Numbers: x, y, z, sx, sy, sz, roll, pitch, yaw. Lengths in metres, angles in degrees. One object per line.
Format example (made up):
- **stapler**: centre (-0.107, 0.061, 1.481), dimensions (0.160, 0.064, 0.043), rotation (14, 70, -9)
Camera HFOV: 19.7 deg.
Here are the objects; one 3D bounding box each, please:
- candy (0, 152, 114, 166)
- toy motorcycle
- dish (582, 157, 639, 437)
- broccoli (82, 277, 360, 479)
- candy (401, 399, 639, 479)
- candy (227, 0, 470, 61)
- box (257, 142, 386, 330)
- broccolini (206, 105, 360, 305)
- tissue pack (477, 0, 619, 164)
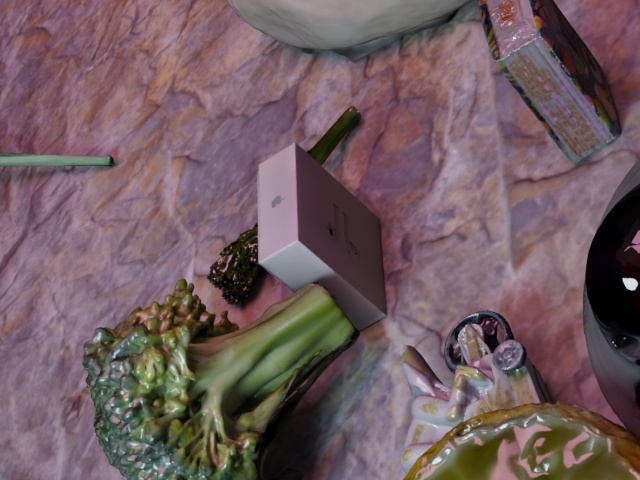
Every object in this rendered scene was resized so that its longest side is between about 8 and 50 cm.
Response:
- **candy**: centre (-0.372, -0.099, 2.245), dimensions (0.335, 0.092, 0.093), rotation (1, 100, 39)
- **toy motorcycle**: centre (0.122, 0.158, 1.469), dimensions (0.151, 0.074, 0.229), rotation (-34, 46, 10)
- **dish**: centre (0.257, 0.024, 1.316), dimensions (0.273, 0.134, 0.273), rotation (-27, 57, 52)
- **broccoli**: centre (-0.073, 0.138, 1.614), dimensions (0.243, 0.263, 0.247), rotation (-38, 67, -5)
- **candy**: centre (0.153, 0.240, 1.300), dimensions (0.260, 0.118, 0.260), rotation (-18, 55, 29)
- **candy**: centre (0.054, -0.381, 1.969), dimensions (0.427, 0.186, 0.386), rotation (-26, 44, 35)
- **box**: centre (0.000, 0.000, 1.698), dimensions (0.051, 0.130, 0.129), rotation (-31, 38, 25)
- **broccolini**: centre (-0.035, -0.040, 1.853), dimensions (0.239, 0.051, 0.054), rotation (-56, -9, -13)
- **tissue pack**: centre (0.201, -0.155, 1.616), dimensions (0.060, 0.148, 0.108), rotation (-29, 39, 18)
